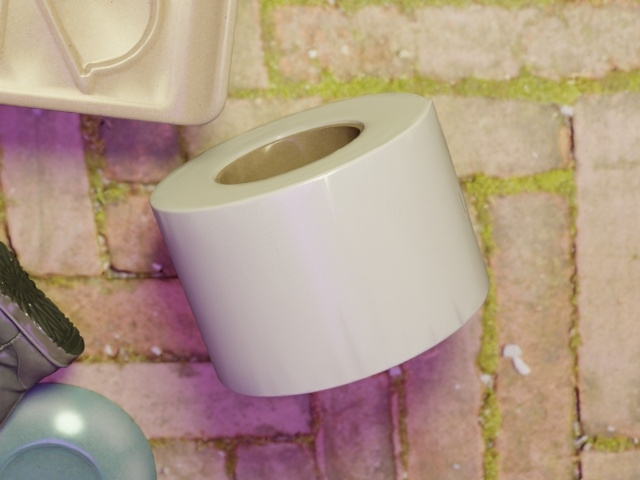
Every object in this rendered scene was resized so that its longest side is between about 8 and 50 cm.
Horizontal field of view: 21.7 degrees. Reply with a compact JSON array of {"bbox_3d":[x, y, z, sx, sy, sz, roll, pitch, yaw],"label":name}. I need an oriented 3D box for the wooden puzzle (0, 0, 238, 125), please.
[{"bbox_3d":[-0.235,-0.268,1.340,0.348,0.080,0.322,6,93,-11],"label":"wooden puzzle"}]

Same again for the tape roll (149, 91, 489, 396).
[{"bbox_3d":[0.000,0.000,1.381,0.246,0.246,0.169,-18,106,2],"label":"tape roll"}]

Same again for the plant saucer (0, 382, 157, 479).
[{"bbox_3d":[-0.249,0.228,1.544,0.195,0.037,0.195,-1,107,-4],"label":"plant saucer"}]

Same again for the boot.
[{"bbox_3d":[-0.337,0.104,1.490,0.208,0.076,0.189,-39,91,21],"label":"boot"}]
